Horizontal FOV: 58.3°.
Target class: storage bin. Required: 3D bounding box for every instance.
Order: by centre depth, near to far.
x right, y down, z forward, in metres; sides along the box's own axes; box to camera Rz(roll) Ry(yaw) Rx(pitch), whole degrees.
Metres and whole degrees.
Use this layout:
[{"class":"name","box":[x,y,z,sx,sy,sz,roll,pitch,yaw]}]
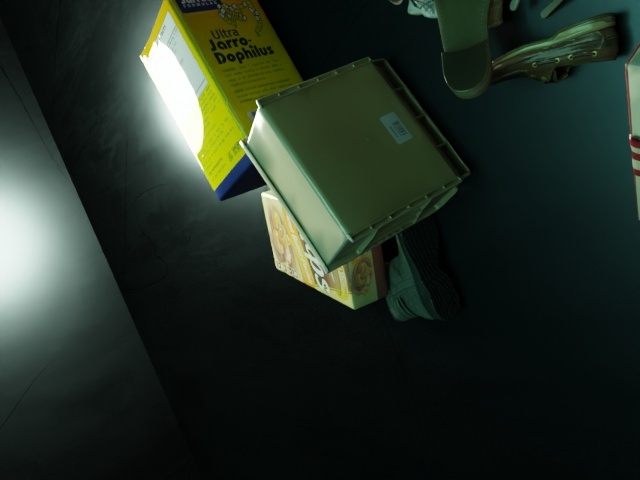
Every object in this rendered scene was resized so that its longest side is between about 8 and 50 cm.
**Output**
[{"class":"storage bin","box":[0.057,-0.132,0.920,0.262,0.261,0.123,56,154,12]}]

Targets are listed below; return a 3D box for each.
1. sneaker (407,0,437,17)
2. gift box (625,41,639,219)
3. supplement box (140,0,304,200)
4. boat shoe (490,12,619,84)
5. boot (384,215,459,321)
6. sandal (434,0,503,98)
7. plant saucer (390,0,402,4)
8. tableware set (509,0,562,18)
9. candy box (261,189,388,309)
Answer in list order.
[{"class":"sneaker","box":[0.163,-0.352,0.852,0.083,0.032,0.036,27,129,38]},{"class":"gift box","box":[0.431,-0.135,0.445,0.258,0.276,0.255,29,170,42]},{"class":"supplement box","box":[-0.173,-0.296,1.153,0.194,0.195,0.356,-34,83,52]},{"class":"boat shoe","box":[0.292,-0.230,0.740,0.178,0.064,0.060,-10,100,49]},{"class":"boot","box":[0.147,0.041,1.059,0.161,0.084,0.246,-10,101,58]},{"class":"sandal","box":[0.209,-0.298,0.787,0.088,0.079,0.239,-3,77,30]},{"class":"plant saucer","box":[0.075,-0.475,0.756,0.310,0.050,0.310,-21,-90,-86]},{"class":"tableware set","box":[0.264,-0.354,0.662,0.128,0.039,0.194,62,168,4]},{"class":"candy box","box":[0.000,0.000,1.156,0.316,0.088,0.182,22,127,57]}]
